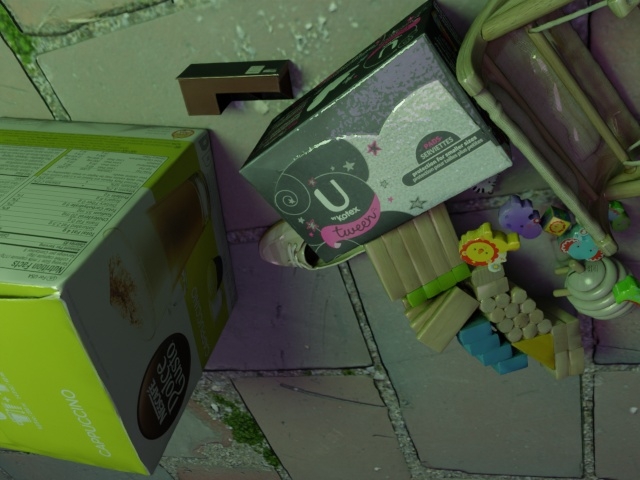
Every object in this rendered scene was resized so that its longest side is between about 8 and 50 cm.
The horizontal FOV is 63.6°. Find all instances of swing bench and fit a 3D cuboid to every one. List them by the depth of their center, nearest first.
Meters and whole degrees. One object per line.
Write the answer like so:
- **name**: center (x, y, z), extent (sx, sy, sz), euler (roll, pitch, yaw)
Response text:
- **swing bench**: center (0.297, -0.154, 0.451), extent (0.253, 0.165, 0.255), euler (40, 135, -25)

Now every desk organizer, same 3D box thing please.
- **desk organizer**: center (-0.102, -0.185, 0.628), extent (0.131, 0.047, 0.050), euler (2, 130, 14)

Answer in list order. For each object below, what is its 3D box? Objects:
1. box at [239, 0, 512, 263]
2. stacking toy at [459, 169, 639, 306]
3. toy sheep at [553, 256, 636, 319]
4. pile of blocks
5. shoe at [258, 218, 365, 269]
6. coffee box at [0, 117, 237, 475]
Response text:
- **box**: center (0.061, -0.110, 0.579), extent (0.247, 0.142, 0.163), euler (-29, 115, 32)
- **stacking toy**: center (0.265, -0.009, 0.585), extent (0.221, 0.166, 0.052), euler (20, 131, -1)
- **toy sheep**: center (0.358, 0.059, 0.666), extent (0.132, 0.091, 0.091), euler (26, 132, -29)
- **pile of blocks**: center (0.194, 0.078, 0.696), extent (0.362, 0.112, 0.149), euler (37, 96, -17)
- **shoe**: center (0.000, 0.000, 0.736), extent (0.219, 0.058, 0.076), euler (-14, 122, 25)
- **coffee box**: center (-0.344, 0.060, 0.702), extent (0.339, 0.334, 0.337), euler (6, 129, 11)
